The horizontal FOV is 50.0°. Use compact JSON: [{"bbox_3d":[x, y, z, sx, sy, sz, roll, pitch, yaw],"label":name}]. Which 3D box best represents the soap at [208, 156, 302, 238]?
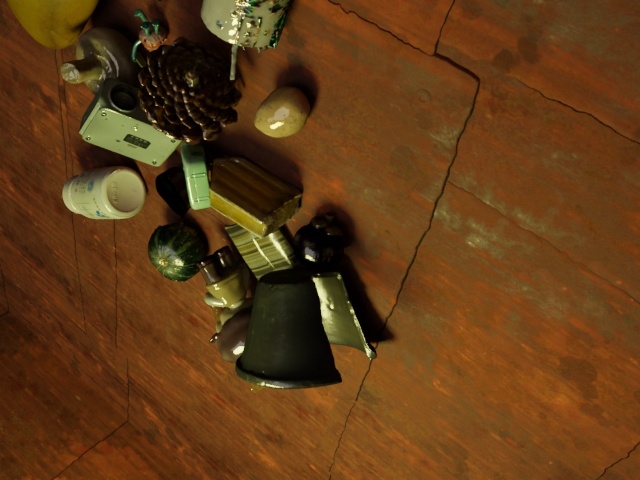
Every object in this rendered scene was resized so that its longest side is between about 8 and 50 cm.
[{"bbox_3d":[-0.195,-0.124,1.783,0.257,0.160,0.080,32,138,24],"label":"soap"}]

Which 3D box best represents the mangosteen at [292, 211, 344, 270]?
[{"bbox_3d":[0.000,0.000,1.732,0.137,0.137,0.151,25,100,29],"label":"mangosteen"}]

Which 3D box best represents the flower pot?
[{"bbox_3d":[-0.055,0.208,1.797,0.379,0.379,0.251,3,103,43],"label":"flower pot"}]

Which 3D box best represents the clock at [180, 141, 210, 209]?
[{"bbox_3d":[-0.347,-0.198,1.900,0.211,0.065,0.159,-113,17,-51],"label":"clock"}]

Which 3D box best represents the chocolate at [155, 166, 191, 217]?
[{"bbox_3d":[-0.427,-0.151,2.053,0.125,0.080,0.149,10,133,54],"label":"chocolate"}]

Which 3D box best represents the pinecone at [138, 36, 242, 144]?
[{"bbox_3d":[-0.322,-0.361,1.673,0.264,0.264,0.264,25,134,29],"label":"pinecone"}]

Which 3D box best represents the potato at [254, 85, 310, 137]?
[{"bbox_3d":[-0.085,-0.294,1.596,0.147,0.112,0.112,-25,101,43],"label":"potato"}]

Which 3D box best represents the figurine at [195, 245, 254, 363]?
[{"bbox_3d":[-0.255,0.210,2.065,0.365,0.218,0.206,58,143,2],"label":"figurine"}]

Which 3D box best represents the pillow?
[{"bbox_3d":[-0.157,0.025,1.942,0.208,0.052,0.212,-16,110,47],"label":"pillow"}]

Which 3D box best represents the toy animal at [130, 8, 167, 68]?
[{"bbox_3d":[-0.447,-0.500,1.786,0.103,0.100,0.208,3,146,-3],"label":"toy animal"}]

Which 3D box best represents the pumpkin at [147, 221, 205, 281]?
[{"bbox_3d":[-0.451,0.035,2.160,0.190,0.146,0.190,9,131,10],"label":"pumpkin"}]

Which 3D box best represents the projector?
[{"bbox_3d":[-0.510,-0.316,1.886,0.250,0.108,0.198,21,150,-28],"label":"projector"}]

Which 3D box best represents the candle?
[{"bbox_3d":[-0.156,-0.498,1.440,0.187,0.187,0.330,41,140,12],"label":"candle"}]

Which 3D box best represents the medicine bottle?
[{"bbox_3d":[-0.716,-0.155,2.255,0.292,0.170,0.170,2,120,45],"label":"medicine bottle"}]

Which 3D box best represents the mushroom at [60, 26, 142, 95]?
[{"bbox_3d":[-0.604,-0.471,1.871,0.207,0.215,0.207,16,122,28],"label":"mushroom"}]

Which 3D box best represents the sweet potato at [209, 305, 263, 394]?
[{"bbox_3d":[-0.259,0.330,2.222,0.337,0.131,0.131,53,141,-1],"label":"sweet potato"}]

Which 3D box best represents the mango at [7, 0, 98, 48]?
[{"bbox_3d":[-0.711,-0.691,1.801,0.300,0.232,0.446,43,148,4],"label":"mango"}]
